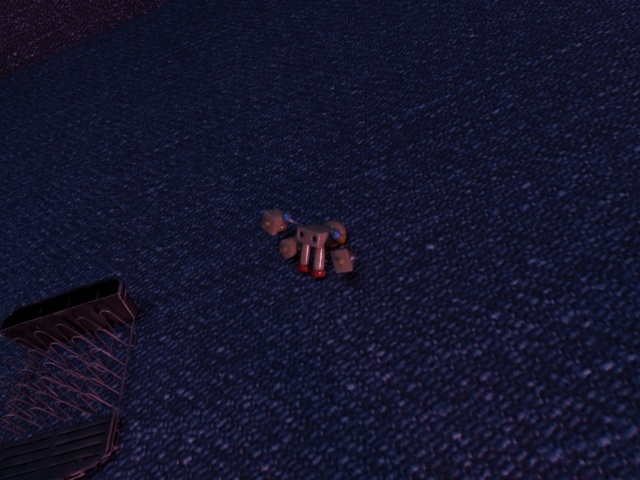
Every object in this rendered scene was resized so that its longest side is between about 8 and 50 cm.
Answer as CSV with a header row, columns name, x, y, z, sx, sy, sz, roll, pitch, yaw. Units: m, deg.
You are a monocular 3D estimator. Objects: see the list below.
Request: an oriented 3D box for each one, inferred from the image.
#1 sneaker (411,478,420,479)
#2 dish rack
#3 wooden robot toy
name,x,y,z,sx,sy,sz,roll,pitch,yaw
sneaker,0.095,0.292,0.460,0.071,0.066,0.188,-28,43,2
dish rack,-0.358,0.193,0.772,0.208,0.074,0.271,-18,45,12
wooden robot toy,0.000,0.000,0.794,0.173,0.076,0.079,21,27,39
